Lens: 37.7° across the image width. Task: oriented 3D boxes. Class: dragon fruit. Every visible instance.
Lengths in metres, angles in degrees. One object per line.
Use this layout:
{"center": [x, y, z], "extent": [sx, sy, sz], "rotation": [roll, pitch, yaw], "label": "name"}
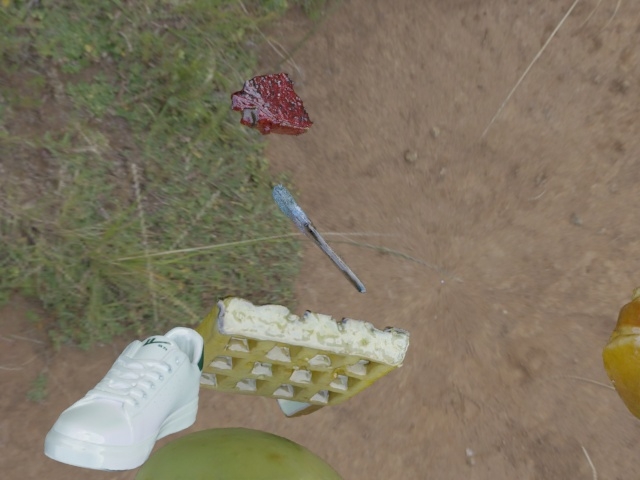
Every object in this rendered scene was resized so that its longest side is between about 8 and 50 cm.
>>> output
{"center": [-0.086, -0.188, 1.384], "extent": [0.063, 0.131, 0.097], "rotation": [-25, 86, 43], "label": "dragon fruit"}

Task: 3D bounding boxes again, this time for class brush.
{"center": [0.000, 0.000, 1.328], "extent": [0.021, 0.070, 0.196], "rotation": [-41, 78, -9], "label": "brush"}

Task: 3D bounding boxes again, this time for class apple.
{"center": [-0.076, 0.416, 1.157], "extent": [0.311, 0.360, 0.320], "rotation": [41, 110, 39], "label": "apple"}

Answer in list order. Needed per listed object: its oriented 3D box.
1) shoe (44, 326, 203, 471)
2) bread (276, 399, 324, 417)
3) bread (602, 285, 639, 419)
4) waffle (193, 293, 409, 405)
{"center": [-0.189, 0.149, 0.946], "extent": [0.095, 0.265, 0.110], "rotation": [15, 94, 11], "label": "shoe"}
{"center": [0.006, 0.198, 1.381], "extent": [0.139, 0.084, 0.074], "rotation": [-35, 73, 25], "label": "bread"}
{"center": [0.492, 0.133, 1.012], "extent": [0.344, 0.195, 0.149], "rotation": [-6, 51, 44], "label": "bread"}
{"center": [-0.043, 0.147, 1.177], "extent": [0.247, 0.221, 0.055], "rotation": [12, 62, -18], "label": "waffle"}
